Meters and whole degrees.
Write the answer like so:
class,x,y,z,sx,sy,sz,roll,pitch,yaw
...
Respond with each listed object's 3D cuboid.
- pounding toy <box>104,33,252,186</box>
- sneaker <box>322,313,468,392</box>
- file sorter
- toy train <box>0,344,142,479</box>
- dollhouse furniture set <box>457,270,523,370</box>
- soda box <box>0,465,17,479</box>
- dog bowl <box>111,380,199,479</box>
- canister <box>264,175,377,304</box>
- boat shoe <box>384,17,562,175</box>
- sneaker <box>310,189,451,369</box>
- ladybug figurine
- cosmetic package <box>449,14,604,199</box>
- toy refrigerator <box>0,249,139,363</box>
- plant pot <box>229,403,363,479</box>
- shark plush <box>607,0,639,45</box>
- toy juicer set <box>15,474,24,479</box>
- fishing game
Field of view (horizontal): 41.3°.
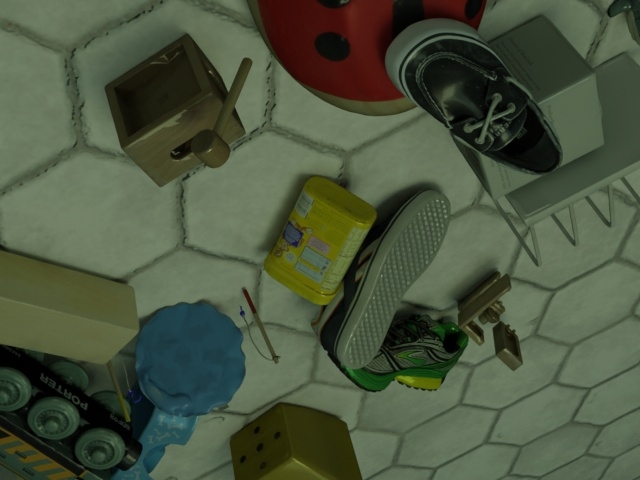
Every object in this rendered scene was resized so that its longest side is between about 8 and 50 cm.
class,x,y,z,sx,sy,sz,roll,pitch,yaw
pounding toy,-0.141,-0.143,1.010,0.181,0.206,0.094,-31,140,7
sneaker,0.139,0.188,1.584,0.344,0.134,0.146,8,124,-44
file sorter,0.409,-0.117,1.324,0.278,0.192,0.173,-28,142,4
toy train,-0.444,0.280,1.320,0.190,0.142,0.334,-41,115,15
dollhouse furniture set,0.358,0.144,1.613,0.151,0.144,0.123,43,111,-9
soda box,-0.505,0.453,1.575,0.216,0.069,0.074,18,124,-39
dog bowl,-0.292,0.313,1.468,0.074,0.165,0.297,19,124,-25
canister,0.000,0.000,1.304,0.126,0.073,0.169,32,124,6
boat shoe,0.194,-0.154,0.998,0.108,0.102,0.301,-43,139,18
sneaker,0.087,0.044,1.402,0.126,0.127,0.321,31,91,-46
ladybug figurine,0.067,-0.313,0.965,0.305,0.161,0.449,-21,139,-4
cosmetic package,0.283,-0.189,1.212,0.184,0.151,0.151,-27,140,3
toy refrigerator,-0.407,0.092,1.222,0.270,0.094,0.102,21,129,-39
plant pot,-0.063,0.454,1.706,0.212,0.212,0.187,-37,125,14
shark plush,0.483,-0.355,1.198,0.073,0.067,0.161,4,132,-29
toy juicer set,-0.440,0.433,1.477,0.089,0.209,0.329,-42,137,17
fishing game,-0.208,0.194,1.375,0.264,0.189,0.041,-24,169,-15
